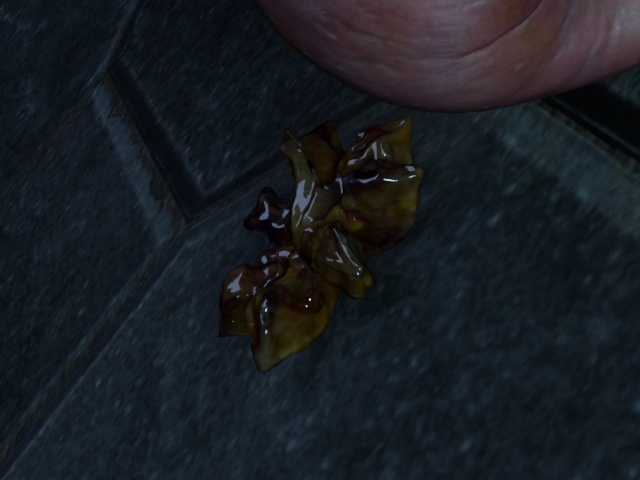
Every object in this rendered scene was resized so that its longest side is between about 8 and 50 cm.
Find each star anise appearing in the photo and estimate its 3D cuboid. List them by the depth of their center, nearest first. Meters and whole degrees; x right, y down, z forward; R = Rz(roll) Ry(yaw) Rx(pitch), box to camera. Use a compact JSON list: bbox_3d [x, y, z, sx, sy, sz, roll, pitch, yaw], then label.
[{"bbox_3d":[0.000,0.000,0.878,0.168,0.057,0.168,-37,38,36],"label":"star anise"}]

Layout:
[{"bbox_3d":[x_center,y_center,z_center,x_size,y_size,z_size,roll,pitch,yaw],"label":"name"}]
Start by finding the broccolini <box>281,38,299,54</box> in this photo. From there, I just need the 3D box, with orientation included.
[{"bbox_3d":[0.034,-0.222,1.148,0.091,0.068,0.203,-160,89,-79],"label":"broccolini"}]

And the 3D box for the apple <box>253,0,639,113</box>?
[{"bbox_3d":[0.084,-0.202,0.696,0.306,0.305,0.235,-41,58,28],"label":"apple"}]
